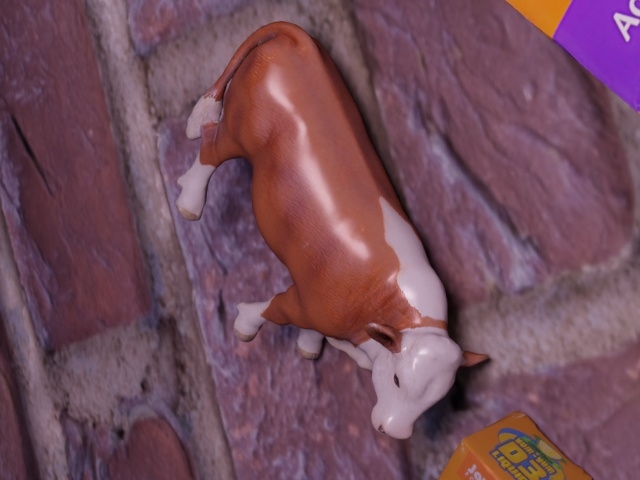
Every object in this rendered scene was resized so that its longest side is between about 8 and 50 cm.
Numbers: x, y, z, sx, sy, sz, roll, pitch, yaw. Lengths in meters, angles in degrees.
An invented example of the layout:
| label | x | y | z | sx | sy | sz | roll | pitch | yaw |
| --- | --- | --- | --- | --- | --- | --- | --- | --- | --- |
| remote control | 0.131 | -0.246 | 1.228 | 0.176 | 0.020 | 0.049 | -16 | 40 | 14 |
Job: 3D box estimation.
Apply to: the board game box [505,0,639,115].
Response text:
| label | x | y | z | sx | sy | sz | roll | pitch | yaw |
| --- | --- | --- | --- | --- | --- | --- | --- | --- | --- |
| board game box | 0.201 | -0.312 | 0.682 | 0.356 | 0.357 | 0.356 | 46 | 127 | 29 |

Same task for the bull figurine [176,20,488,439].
| label | x | y | z | sx | sy | sz | roll | pitch | yaw |
| --- | --- | --- | --- | --- | --- | --- | --- | --- | --- |
| bull figurine | 0.000 | 0.000 | 1.137 | 0.188 | 0.101 | 0.310 | -27 | 79 | 47 |

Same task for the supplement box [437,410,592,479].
| label | x | y | z | sx | sy | sz | roll | pitch | yaw |
| --- | --- | --- | --- | --- | --- | --- | --- | --- | --- |
| supplement box | 0.097 | 0.233 | 1.106 | 0.078 | 0.080 | 0.233 | 44 | 124 | 28 |
